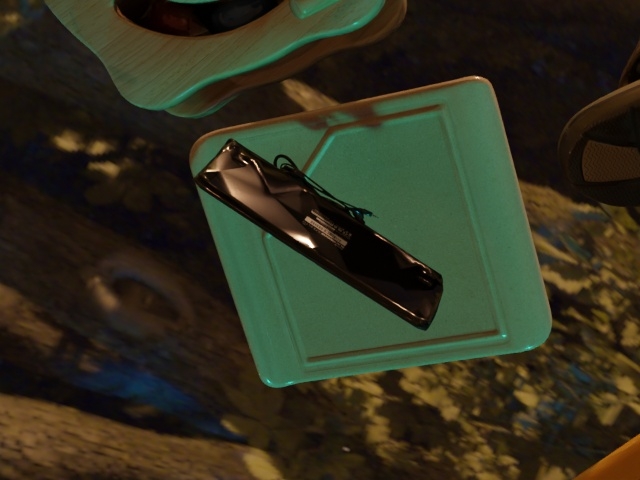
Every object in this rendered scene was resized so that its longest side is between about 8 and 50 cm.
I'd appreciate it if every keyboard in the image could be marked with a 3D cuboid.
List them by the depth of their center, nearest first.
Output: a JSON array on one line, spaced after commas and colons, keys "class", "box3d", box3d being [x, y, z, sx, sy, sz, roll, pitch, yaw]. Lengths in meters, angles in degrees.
[{"class": "keyboard", "box3d": [0.000, 0.000, 1.054, 0.192, 0.100, 0.038, 34, -59, 1]}]

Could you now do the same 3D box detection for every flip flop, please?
[{"class": "flip flop", "box3d": [0.253, -0.117, 0.959, 0.277, 0.112, 0.080, -36, -124, -19]}]

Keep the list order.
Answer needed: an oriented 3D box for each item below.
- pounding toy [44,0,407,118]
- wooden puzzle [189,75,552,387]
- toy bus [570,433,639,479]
[{"class": "pounding toy", "box3d": [-0.033, -0.178, 0.823, 0.270, 0.155, 0.154, -22, -95, 12]}, {"class": "wooden puzzle", "box3d": [0.041, -0.003, 1.147, 0.239, 0.044, 0.221, -12, -70, 16]}, {"class": "toy bus", "box3d": [0.180, 0.171, 0.830, 0.333, 0.130, 0.108, -31, -104, -13]}]
